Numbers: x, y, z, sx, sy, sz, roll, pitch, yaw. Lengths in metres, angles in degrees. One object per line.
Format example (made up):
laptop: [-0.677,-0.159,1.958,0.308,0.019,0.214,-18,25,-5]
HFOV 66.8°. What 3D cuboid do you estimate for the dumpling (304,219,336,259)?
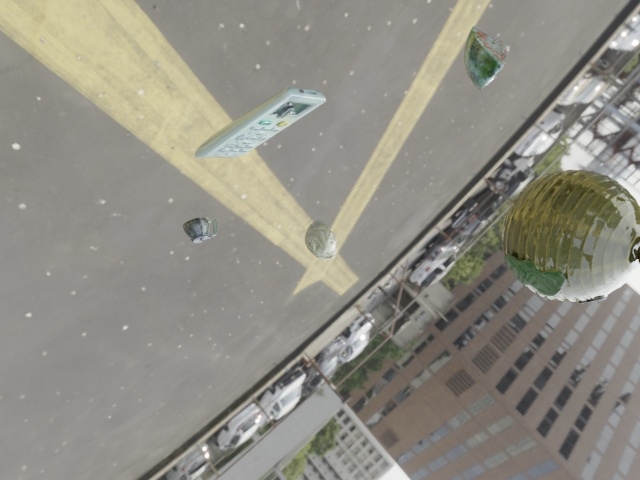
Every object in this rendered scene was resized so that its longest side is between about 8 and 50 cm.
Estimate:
dumpling: [0.001,0.000,1.022,0.057,0.052,0.076,-25,118,-32]

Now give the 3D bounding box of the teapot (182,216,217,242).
teapot: [-0.314,-0.027,1.282,0.087,0.057,0.066,-16,167,-22]

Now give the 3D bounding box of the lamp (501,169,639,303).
lamp: [0.478,-0.005,0.876,0.250,0.284,0.250,-8,104,-32]

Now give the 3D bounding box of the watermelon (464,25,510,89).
watermelon: [0.231,-0.246,0.663,0.061,0.085,0.085,-24,163,5]

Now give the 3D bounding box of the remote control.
remote control: [-0.127,-0.222,0.934,0.293,0.051,0.103,-18,177,40]
